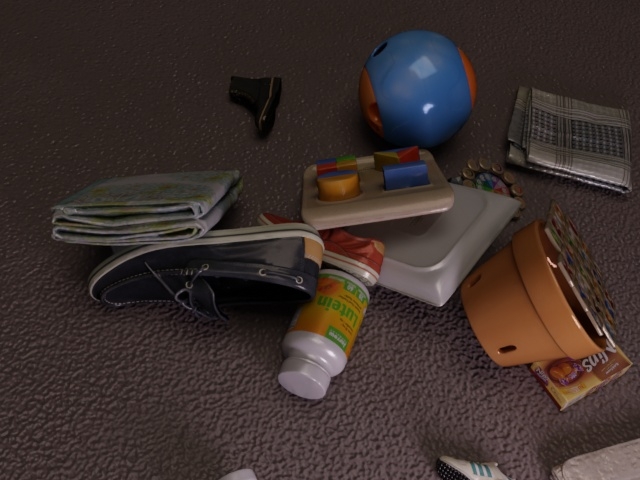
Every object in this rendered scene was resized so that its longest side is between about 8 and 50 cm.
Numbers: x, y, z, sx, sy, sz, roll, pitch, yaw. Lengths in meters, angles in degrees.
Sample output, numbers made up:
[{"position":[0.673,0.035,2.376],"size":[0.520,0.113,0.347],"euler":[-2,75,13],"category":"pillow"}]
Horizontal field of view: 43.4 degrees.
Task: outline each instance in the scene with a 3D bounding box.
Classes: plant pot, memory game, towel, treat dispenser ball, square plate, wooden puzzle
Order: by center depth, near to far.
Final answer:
[{"position":[0.598,0.488,1.552],"size":[0.282,0.049,0.187],"euler":[-10,58,-14],"category":"towel"},{"position":[0.423,0.128,1.646],"size":[0.203,0.291,0.291],"euler":[-28,52,25],"category":"plant pot"},{"position":[-0.351,-0.073,1.685],"size":[0.320,0.090,0.374],"euler":[-1,16,6],"category":"towel"},{"position":[0.214,-0.030,1.796],"size":[0.344,0.049,0.347],"euler":[20,53,37],"category":"square plate"},{"position":[0.115,-0.141,1.801],"size":[0.322,0.080,0.348],"euler":[-8,23,2],"category":"wooden puzzle"},{"position":[0.421,-0.125,1.952],"size":[0.186,0.012,0.186],"euler":[15,52,-20],"category":"memory game"},{"position":[0.236,-0.367,1.970],"size":[0.288,0.288,0.288],"euler":[3,55,-4],"category":"treat dispenser ball"},{"position":[0.647,-0.276,2.080],"size":[0.324,0.056,0.312],"euler":[14,51,5],"category":"towel"}]

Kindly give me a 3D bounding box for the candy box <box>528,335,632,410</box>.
[{"position":[0.549,0.267,1.699],"size":[0.186,0.053,0.109],"euler":[-23,60,-19],"category":"candy box"}]

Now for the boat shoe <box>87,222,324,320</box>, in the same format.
[{"position":[-0.236,0.083,1.636],"size":[0.500,0.187,0.156],"euler":[-8,66,6],"category":"boat shoe"}]

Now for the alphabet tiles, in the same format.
[{"position":[0.556,0.062,1.707],"size":[0.285,0.011,0.342],"euler":[58,25,-6],"category":"alphabet tiles"}]

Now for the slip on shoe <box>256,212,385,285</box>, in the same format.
[{"position":[0.000,0.000,1.754],"size":[0.331,0.123,0.101],"euler":[20,74,33],"category":"slip on shoe"}]

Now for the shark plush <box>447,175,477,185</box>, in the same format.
[{"position":[0.347,-0.121,1.971],"size":[0.161,0.073,0.067],"euler":[-21,78,-43],"category":"shark plush"}]

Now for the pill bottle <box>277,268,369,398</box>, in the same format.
[{"position":[0.002,0.192,1.643],"size":[0.136,0.136,0.246],"euler":[19,55,7],"category":"pill bottle"}]

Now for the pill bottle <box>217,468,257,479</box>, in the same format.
[{"position":[-0.122,0.510,1.424],"size":[0.108,0.108,0.193],"euler":[-17,58,-17],"category":"pill bottle"}]

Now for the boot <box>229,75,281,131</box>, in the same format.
[{"position":[-0.181,-0.350,2.056],"size":[0.137,0.077,0.198],"euler":[7,41,4],"category":"boot"}]

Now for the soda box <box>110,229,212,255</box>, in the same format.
[{"position":[-0.345,0.018,1.773],"size":[0.216,0.069,0.074],"euler":[-19,59,-19],"category":"soda box"}]

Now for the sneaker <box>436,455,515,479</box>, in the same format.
[{"position":[0.302,0.452,1.549],"size":[0.161,0.057,0.075],"euler":[26,40,14],"category":"sneaker"}]
